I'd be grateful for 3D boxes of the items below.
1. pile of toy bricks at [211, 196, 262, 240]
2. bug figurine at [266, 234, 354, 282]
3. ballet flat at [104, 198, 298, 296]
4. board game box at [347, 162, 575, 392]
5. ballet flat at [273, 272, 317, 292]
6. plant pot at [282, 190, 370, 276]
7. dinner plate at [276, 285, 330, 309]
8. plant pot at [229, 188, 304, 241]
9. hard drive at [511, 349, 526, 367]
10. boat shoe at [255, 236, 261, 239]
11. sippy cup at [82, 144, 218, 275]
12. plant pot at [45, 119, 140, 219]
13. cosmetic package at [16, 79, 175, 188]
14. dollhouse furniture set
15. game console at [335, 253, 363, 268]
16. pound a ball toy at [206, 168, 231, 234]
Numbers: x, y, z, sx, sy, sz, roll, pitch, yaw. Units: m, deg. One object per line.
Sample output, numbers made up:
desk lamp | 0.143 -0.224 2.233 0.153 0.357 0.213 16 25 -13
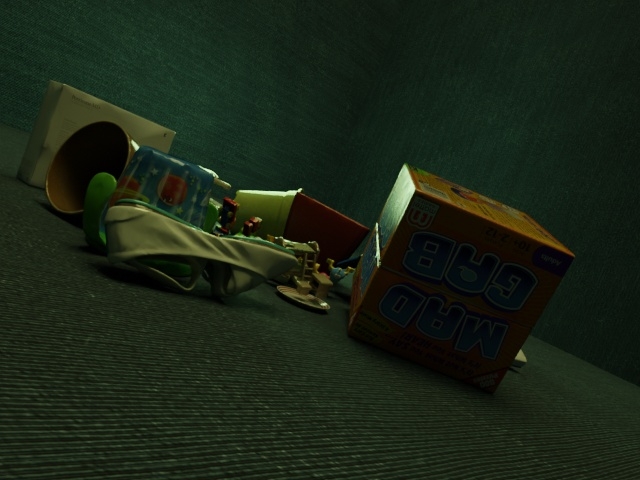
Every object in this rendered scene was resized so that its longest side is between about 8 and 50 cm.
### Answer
pile of toy bricks | -0.179 -0.008 1.226 0.118 0.212 0.105 31 41 16
bug figurine | -0.044 0.080 1.600 0.279 0.072 0.216 21 -16 3
ballet flat | -0.219 0.042 1.012 0.400 0.139 0.139 20 5 -38
board game box | 0.301 0.068 1.278 0.356 0.356 0.356 22 17 -2
ballet flat | -0.079 0.099 1.473 0.188 0.070 0.070 17 5 -21
plant pot | 0.000 0.000 1.877 0.267 0.235 0.267 28 4 7
dinner plate | -0.044 0.146 1.317 0.141 0.017 0.141 22 3 -1
plant pot | -0.215 -0.089 2.085 0.254 0.276 0.276 11 3 4
hard drive | 0.451 0.265 1.609 0.319 0.040 0.210 18 32 -22
boat shoe | -0.234 0.014 1.910 0.049 0.043 0.137 24 5 -4
sippy cup | -0.338 -0.070 1.120 0.240 0.224 0.305 22 3 -11
plant pot | -0.481 -0.126 1.302 0.237 0.237 0.254 24 -9 28
cosmetic package | -0.642 -0.258 1.561 0.097 0.284 0.377 25 4 36
dollhouse furniture set | -0.078 0.061 1.341 0.182 0.101 0.161 8 19 -33
game console | 0.237 0.115 1.655 0.293 0.173 0.250 -7 -9 -30
pound a ball toy | -0.375 -0.115 1.659 0.136 0.208 0.319 20 5 -32
